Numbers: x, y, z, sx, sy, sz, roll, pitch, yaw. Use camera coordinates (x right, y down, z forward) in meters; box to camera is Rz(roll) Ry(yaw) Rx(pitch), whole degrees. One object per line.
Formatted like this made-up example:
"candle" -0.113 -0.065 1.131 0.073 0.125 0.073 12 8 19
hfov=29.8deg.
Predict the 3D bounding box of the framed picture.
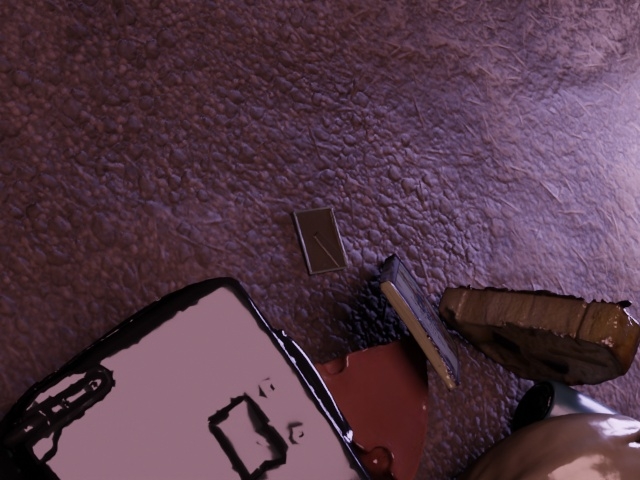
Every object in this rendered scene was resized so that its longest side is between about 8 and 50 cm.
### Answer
"framed picture" 0.000 0.000 1.610 0.066 0.006 0.089 -10 79 -35

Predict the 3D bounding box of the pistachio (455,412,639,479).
"pistachio" 0.301 0.336 1.533 0.331 0.208 0.226 -33 136 -5

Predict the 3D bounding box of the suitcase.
"suitcase" -0.135 0.241 1.296 0.339 0.188 0.345 -34 91 -23

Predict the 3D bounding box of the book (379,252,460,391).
"book" 0.131 0.098 1.551 0.026 0.231 0.157 -33 93 8

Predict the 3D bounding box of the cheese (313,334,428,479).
"cheese" 0.049 0.230 1.481 0.202 0.128 0.177 -13 79 -37

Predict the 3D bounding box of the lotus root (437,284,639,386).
"lotus root" 0.309 0.135 1.658 0.170 0.260 0.075 56 46 -44

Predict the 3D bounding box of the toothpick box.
"toothpick box" 0.360 0.275 1.673 0.184 0.120 0.120 32 58 -14
